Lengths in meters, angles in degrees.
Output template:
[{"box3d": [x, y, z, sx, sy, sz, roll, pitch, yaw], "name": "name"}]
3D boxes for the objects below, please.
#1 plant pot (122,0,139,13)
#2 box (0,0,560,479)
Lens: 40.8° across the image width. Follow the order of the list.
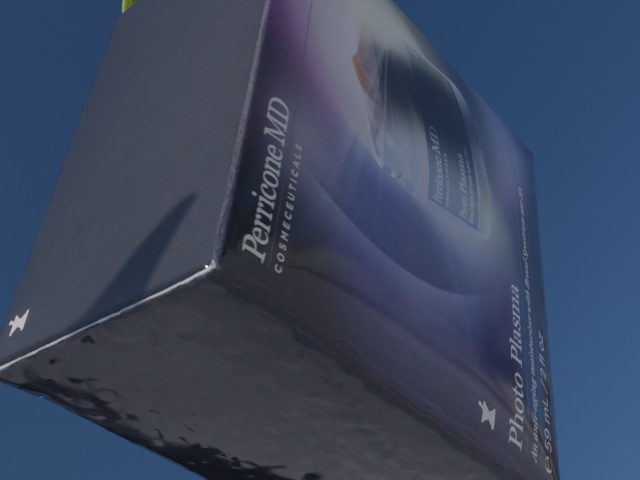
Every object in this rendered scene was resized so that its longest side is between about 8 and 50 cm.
[{"box3d": [-0.072, -0.197, 0.832, 0.276, 0.254, 0.276, 0, -88, 2], "name": "plant pot"}, {"box3d": [0.000, 0.000, 0.552, 0.182, 0.296, 0.294, -26, -47, 34], "name": "box"}]
